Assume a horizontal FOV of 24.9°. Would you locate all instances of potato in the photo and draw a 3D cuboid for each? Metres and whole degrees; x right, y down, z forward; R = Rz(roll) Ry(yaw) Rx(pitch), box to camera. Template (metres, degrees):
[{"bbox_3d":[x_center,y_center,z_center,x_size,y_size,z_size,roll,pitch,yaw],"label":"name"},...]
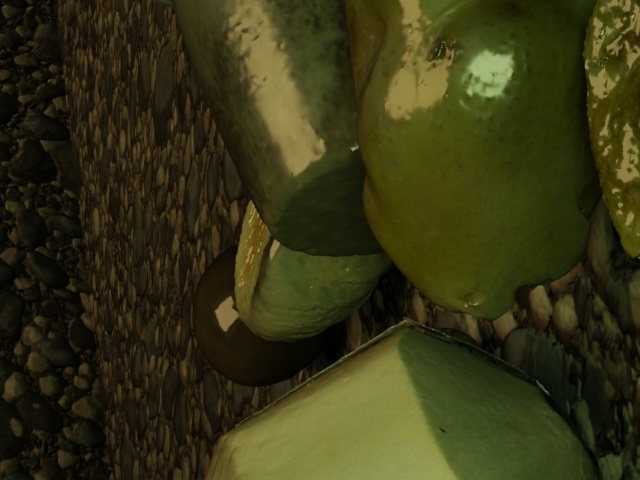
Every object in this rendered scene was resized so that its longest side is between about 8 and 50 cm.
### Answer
[{"bbox_3d":[0.126,-0.118,1.037,0.202,0.218,0.351,-177,89,-70],"label":"potato"}]

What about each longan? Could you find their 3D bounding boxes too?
[{"bbox_3d":[-0.064,0.071,1.703,0.185,0.159,0.204,-13,57,57],"label":"longan"}]

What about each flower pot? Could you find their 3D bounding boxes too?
[{"bbox_3d":[0.026,-0.174,1.273,0.293,0.294,0.330,122,136,-57],"label":"flower pot"}]

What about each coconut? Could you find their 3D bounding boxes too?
[{"bbox_3d":[0.068,0.221,1.115,0.323,0.323,0.323,180,90,-71],"label":"coconut"}]

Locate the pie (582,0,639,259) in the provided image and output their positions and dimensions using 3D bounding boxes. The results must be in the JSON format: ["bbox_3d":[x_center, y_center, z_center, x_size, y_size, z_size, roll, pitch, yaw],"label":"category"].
[{"bbox_3d":[0.253,-0.085,0.842,0.277,0.078,0.277,-7,82,58],"label":"pie"}]

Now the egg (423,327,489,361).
[{"bbox_3d":[0.110,0.130,1.295,0.085,0.085,0.110,-130,36,-62],"label":"egg"}]

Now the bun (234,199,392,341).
[{"bbox_3d":[0.000,0.000,1.524,0.244,0.153,0.244,-162,90,-82],"label":"bun"}]

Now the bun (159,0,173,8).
[{"bbox_3d":[-0.108,-0.449,1.737,0.362,0.211,0.362,180,90,-74],"label":"bun"}]
